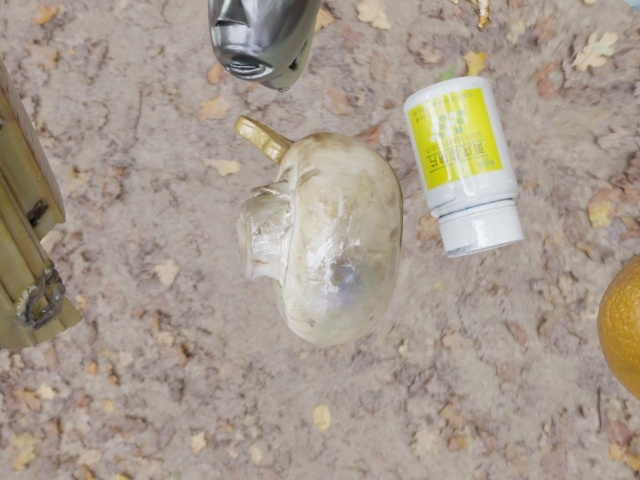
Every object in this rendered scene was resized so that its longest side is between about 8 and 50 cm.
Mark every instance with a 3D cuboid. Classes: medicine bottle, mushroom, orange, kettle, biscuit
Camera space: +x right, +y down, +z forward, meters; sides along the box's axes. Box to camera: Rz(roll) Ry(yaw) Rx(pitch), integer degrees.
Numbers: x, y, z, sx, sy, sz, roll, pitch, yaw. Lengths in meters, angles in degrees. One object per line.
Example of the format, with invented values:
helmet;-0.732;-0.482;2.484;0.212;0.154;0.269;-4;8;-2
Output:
medicine bottle;0.224;-0.110;1.126;0.144;0.143;0.257;-15;85;17
mushroom;0.000;0.000;0.822;0.184;0.255;0.254;-10;97;-15
orange;0.646;0.156;1.234;0.322;0.357;0.321;-14;62;27
kettle;-0.093;-0.452;1.424;0.229;0.321;0.324;10;82;23
biscuit;-0.027;-0.112;1.027;0.166;0.225;0.036;39;97;34

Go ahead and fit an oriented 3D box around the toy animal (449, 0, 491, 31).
toy animal;0.258;-0.414;1.035;0.114;0.255;0.116;-37;83;-15

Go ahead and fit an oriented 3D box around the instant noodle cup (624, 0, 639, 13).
instant noodle cup;0.459;-0.413;0.905;0.200;0.264;0.264;-31;89;43

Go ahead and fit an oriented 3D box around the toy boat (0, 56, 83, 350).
toy boat;-0.315;-0.047;0.651;0.136;0.162;0.445;20;144;16
